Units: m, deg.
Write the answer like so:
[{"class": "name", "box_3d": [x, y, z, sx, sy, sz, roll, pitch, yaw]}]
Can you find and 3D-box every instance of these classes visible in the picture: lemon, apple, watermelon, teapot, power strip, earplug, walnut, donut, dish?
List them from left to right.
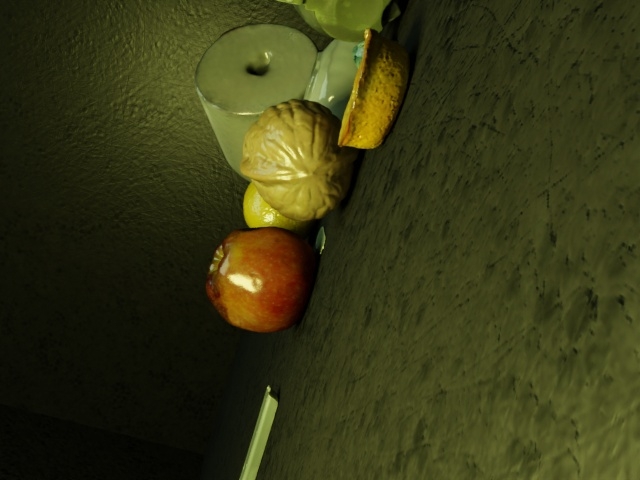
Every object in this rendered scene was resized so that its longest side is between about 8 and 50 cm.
[{"class": "power strip", "box_3d": [-0.130, 0.422, 1.447, 0.060, 0.027, 0.253, -137, 63, -81]}, {"class": "apple", "box_3d": [-0.125, 0.077, 1.451, 0.230, 0.229, 0.230, -164, 90, -83]}, {"class": "earplug", "box_3d": [-0.132, -0.323, 1.851, 0.394, 0.312, 0.313, 78, -158, -58]}, {"class": "lemon", "box_3d": [-0.094, -0.076, 1.683, 0.244, 0.186, 0.187, -80, 10, -45]}, {"class": "walnut", "box_3d": [-0.037, -0.148, 1.295, 0.261, 0.224, 0.225, -114, 41, -72]}, {"class": "teapot", "box_3d": [0.020, -0.494, 1.272, 0.239, 0.321, 0.239, -43, 31, 27]}, {"class": "dish", "box_3d": [0.031, -0.338, 1.565, 0.256, 0.117, 0.256, -163, 90, -82]}, {"class": "donut", "box_3d": [0.083, -0.222, 1.076, 0.190, 0.074, 0.174, 108, 173, -50]}, {"class": "watermelon", "box_3d": [0.099, -0.332, 1.276, 0.061, 0.085, 0.085, -15, -52, -57]}]

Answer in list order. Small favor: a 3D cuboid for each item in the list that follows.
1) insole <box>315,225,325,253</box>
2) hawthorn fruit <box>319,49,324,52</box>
[{"class": "insole", "box_3d": [0.000, 0.000, 1.496, 0.153, 0.002, 0.053, -104, 31, -77]}, {"class": "hawthorn fruit", "box_3d": [-0.005, -0.450, 2.022, 0.194, 0.157, 0.157, 55, -131, -73]}]
